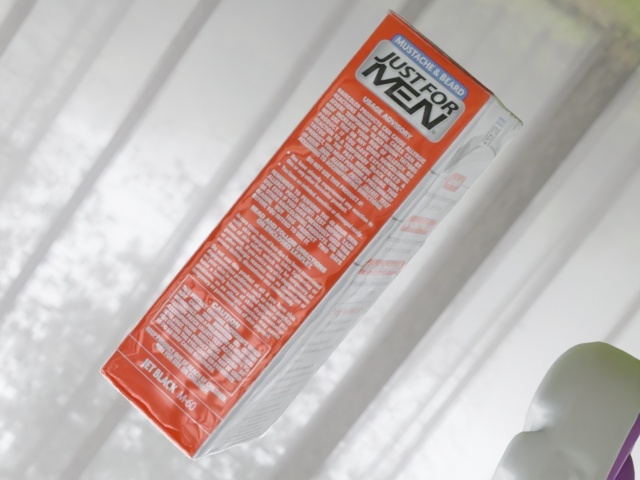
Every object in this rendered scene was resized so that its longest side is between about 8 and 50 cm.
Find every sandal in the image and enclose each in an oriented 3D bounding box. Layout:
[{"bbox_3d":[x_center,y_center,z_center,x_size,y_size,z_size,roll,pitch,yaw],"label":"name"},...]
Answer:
[{"bbox_3d":[0.061,0.232,0.564,0.102,0.416,0.169,19,165,15],"label":"sandal"}]

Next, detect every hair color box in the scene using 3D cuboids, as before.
[{"bbox_3d":[0.000,0.000,0.578,0.053,0.167,0.093,42,-172,12],"label":"hair color box"}]
